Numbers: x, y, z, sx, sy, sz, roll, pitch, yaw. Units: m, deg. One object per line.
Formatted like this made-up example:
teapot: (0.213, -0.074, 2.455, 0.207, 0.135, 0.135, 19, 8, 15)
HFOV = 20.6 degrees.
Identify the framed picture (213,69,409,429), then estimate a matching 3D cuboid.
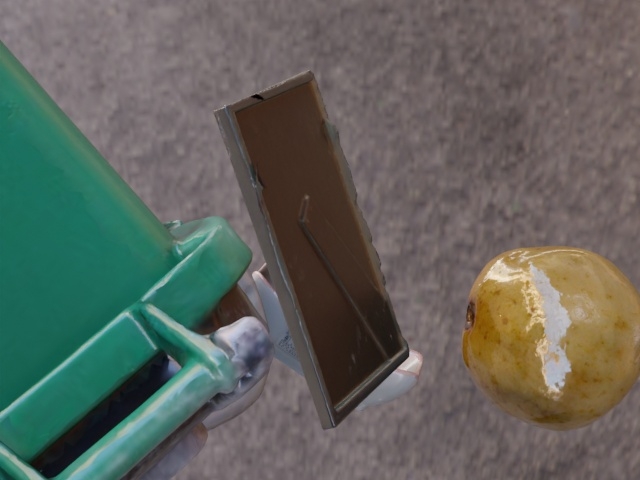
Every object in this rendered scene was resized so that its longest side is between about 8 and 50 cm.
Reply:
framed picture: (0.000, 0.000, 1.508, 0.019, 0.209, 0.281, -15, 96, 24)

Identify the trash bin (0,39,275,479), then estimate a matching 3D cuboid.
trash bin: (-0.227, -0.023, 0.636, 0.259, 0.295, 0.381, -42, 103, -22)

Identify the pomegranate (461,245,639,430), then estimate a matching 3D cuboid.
pomegranate: (0.239, 0.098, 1.745, 0.196, 0.196, 0.196, 0, 58, 0)

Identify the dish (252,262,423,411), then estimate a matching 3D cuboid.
dish: (0.005, 0.113, 1.936, 0.212, 0.151, 0.077, 33, 98, 2)

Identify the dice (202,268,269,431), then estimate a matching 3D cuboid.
dice: (-0.179, 0.098, 1.771, 0.192, 0.194, 0.193, -22, 100, -44)
